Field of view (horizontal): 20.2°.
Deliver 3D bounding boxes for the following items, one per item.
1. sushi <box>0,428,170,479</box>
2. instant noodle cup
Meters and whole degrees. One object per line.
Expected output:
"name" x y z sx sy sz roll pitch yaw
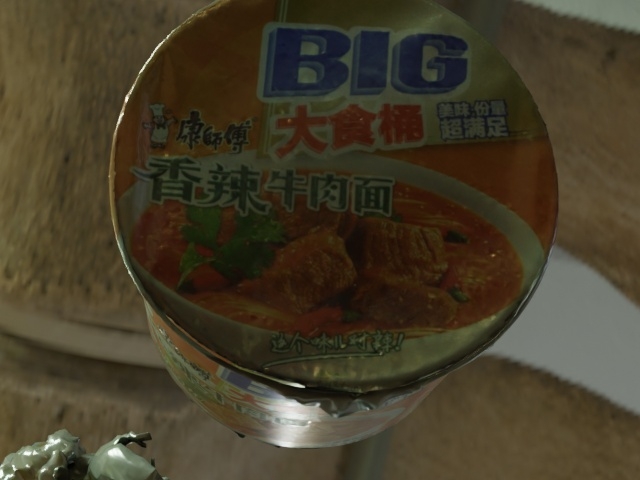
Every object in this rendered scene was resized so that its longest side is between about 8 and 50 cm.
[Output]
"sushi" -0.121 0.319 1.252 0.417 0.176 0.417 26 -40 24
"instant noodle cup" 0.000 0.000 1.209 0.296 0.296 0.214 6 -23 -4
